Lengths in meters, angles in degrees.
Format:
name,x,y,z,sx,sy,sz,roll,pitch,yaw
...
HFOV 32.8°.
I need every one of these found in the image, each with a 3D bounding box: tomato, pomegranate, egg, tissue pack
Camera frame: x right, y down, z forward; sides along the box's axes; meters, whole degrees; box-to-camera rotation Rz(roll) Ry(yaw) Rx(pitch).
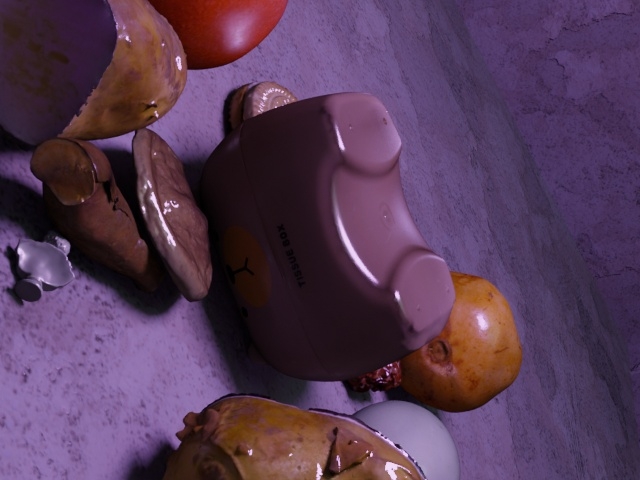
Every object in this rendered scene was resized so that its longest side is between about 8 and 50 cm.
name,x,y,z,sx,sy,sz,roll,pitch,yaw
tomato,-0.171,-0.414,1.526,0.341,0.273,0.341,46,32,-42
pomegranate,0.242,0.181,1.971,0.264,0.264,0.264,47,32,-42
egg,0.101,0.342,1.592,0.202,0.203,0.283,69,18,-1
tissue pack,0.000,0.000,1.542,0.267,0.277,0.387,-23,93,-60

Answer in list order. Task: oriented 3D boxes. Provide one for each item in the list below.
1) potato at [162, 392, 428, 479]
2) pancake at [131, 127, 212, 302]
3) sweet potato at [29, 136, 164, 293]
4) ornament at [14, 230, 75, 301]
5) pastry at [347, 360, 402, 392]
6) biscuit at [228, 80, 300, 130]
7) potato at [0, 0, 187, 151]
name,x,y,z,sx,sy,sz,roll,pitch,yaw
potato,-0.043,0.321,1.209,0.196,0.300,0.246,-56,154,-55
pancake,-0.184,-0.041,1.386,0.242,0.050,0.241,-20,90,-87
sweet potato,-0.254,-0.024,1.231,0.112,0.085,0.285,42,-19,33
ornament,-0.300,0.025,1.181,0.068,0.041,0.092,48,34,7
pastry,0.080,0.158,1.841,0.115,0.097,0.208,49,28,-60
biscuit,-0.063,-0.148,1.791,0.259,0.079,0.259,47,32,-42
potato,-0.262,-0.220,1.269,0.229,0.229,0.266,69,22,-1
